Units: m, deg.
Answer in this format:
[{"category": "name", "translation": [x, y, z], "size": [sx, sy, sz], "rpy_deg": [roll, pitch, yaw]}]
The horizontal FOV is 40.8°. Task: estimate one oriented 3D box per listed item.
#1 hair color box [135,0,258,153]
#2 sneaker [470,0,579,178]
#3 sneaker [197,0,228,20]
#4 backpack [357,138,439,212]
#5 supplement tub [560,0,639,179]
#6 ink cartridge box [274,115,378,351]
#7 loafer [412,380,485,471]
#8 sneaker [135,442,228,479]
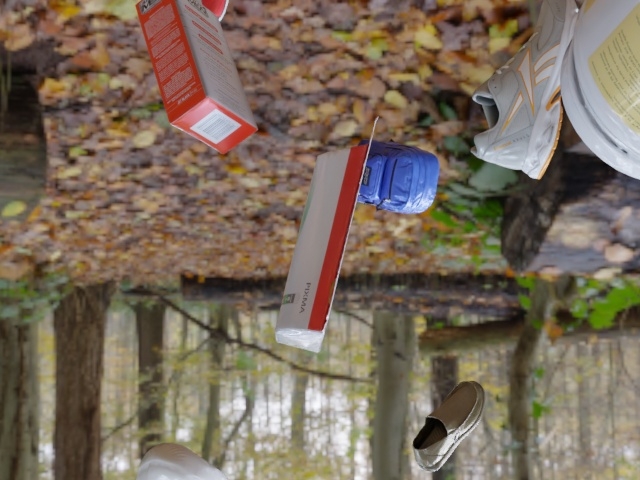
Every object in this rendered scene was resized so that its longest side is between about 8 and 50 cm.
[{"category": "hair color box", "translation": [-0.108, -0.150, 0.743], "size": [0.043, 0.141, 0.072], "rpy_deg": [-32, 148, 21]}, {"category": "sneaker", "translation": [0.273, -0.221, 1.162], "size": [0.121, 0.262, 0.099], "rpy_deg": [13, 170, 8]}, {"category": "sneaker", "translation": [-0.201, -0.485, 1.373], "size": [0.107, 0.278, 0.118], "rpy_deg": [-4, -178, -8]}, {"category": "backpack", "translation": [0.095, -0.083, 1.172], "size": [0.101, 0.097, 0.120], "rpy_deg": [-7, -161, -41]}, {"category": "supplement tub", "translation": [0.368, -0.199, 0.740], "size": [0.241, 0.241, 0.331], "rpy_deg": [0, 164, -8]}, {"category": "ink cartridge box", "translation": [0.000, 0.000, 0.792], "size": [0.056, 0.180, 0.224], "rpy_deg": [13, 166, 3]}, {"category": "loafer", "translation": [0.182, 0.258, 1.222], "size": [0.056, 0.148, 0.050], "rpy_deg": [19, 158, 44]}, {"category": "sneaker", "translation": [-0.141, 0.250, 0.729], "size": [0.080, 0.094, 0.212], "rpy_deg": [30, 136, -1]}]
